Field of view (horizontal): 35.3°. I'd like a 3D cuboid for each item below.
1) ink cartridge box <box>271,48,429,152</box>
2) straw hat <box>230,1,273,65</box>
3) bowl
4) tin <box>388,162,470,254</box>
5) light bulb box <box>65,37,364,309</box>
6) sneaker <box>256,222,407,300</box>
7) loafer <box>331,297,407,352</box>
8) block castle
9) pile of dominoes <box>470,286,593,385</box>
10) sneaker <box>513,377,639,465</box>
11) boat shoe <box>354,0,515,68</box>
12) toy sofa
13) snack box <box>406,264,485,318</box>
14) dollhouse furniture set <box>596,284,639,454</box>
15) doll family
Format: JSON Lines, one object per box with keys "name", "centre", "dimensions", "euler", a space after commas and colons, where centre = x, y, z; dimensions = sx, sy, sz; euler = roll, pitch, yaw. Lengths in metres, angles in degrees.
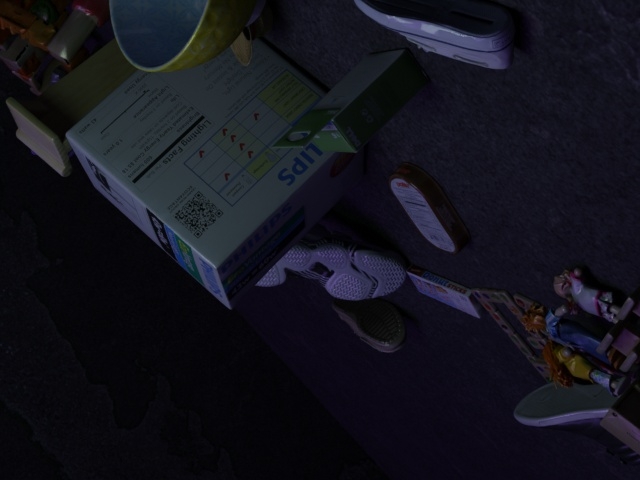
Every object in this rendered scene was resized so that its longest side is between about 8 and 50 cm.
{"name": "ink cartridge box", "centre": [0.041, -0.176, 1.405], "dimensions": [0.062, 0.209, 0.109], "euler": [52, 163, -22]}
{"name": "straw hat", "centre": [-0.109, -0.355, 1.596], "dimensions": [0.144, 0.061, 0.144], "euler": [162, 90, -72]}
{"name": "bowl", "centre": [-0.169, -0.379, 1.457], "dimensions": [0.156, 0.289, 0.289], "euler": [1, -162, -41]}
{"name": "tin", "centre": [0.183, -0.050, 1.694], "dimensions": [0.106, 0.040, 0.189], "euler": [12, 145, 54]}
{"name": "light bulb box", "centre": [-0.169, -0.144, 1.737], "dimensions": [0.361, 0.358, 0.225], "euler": [41, 166, 16]}
{"name": "sneaker", "centre": [0.000, 0.000, 2.071], "dimensions": [0.366, 0.210, 0.137], "euler": [6, 130, 5]}
{"name": "loafer", "centre": [0.127, 0.191, 2.336], "dimensions": [0.092, 0.102, 0.268], "euler": [53, 171, -32]}
{"name": "block castle", "centre": [-0.541, -0.440, 2.200], "dimensions": [0.303, 0.212, 0.453], "euler": [28, 167, 14]}
{"name": "pile of dominoes", "centre": [0.382, 0.188, 1.792], "dimensions": [0.251, 0.040, 0.196], "euler": [48, 164, -14]}
{"name": "sneaker", "centre": [0.465, 0.319, 1.720], "dimensions": [0.147, 0.104, 0.296], "euler": [51, 147, -14]}
{"name": "boat shoe", "centre": [0.131, -0.258, 1.208], "dimensions": [0.226, 0.083, 0.075], "euler": [33, 159, 34]}
{"name": "toy sofa", "centre": [-0.423, -0.288, 1.998], "dimensions": [0.150, 0.362, 0.177], "euler": [37, 156, 22]}
{"name": "snack box", "centre": [0.240, 0.098, 1.944], "dimensions": [0.178, 0.022, 0.064], "euler": [24, 155, 51]}
{"name": "dollhouse furniture set", "centre": [0.499, 0.167, 1.358], "dimensions": [0.212, 0.161, 0.242], "euler": [38, 141, 21]}
{"name": "doll family", "centre": [0.394, 0.157, 1.537], "dimensions": [0.163, 0.118, 0.263], "euler": [30, 158, 43]}
